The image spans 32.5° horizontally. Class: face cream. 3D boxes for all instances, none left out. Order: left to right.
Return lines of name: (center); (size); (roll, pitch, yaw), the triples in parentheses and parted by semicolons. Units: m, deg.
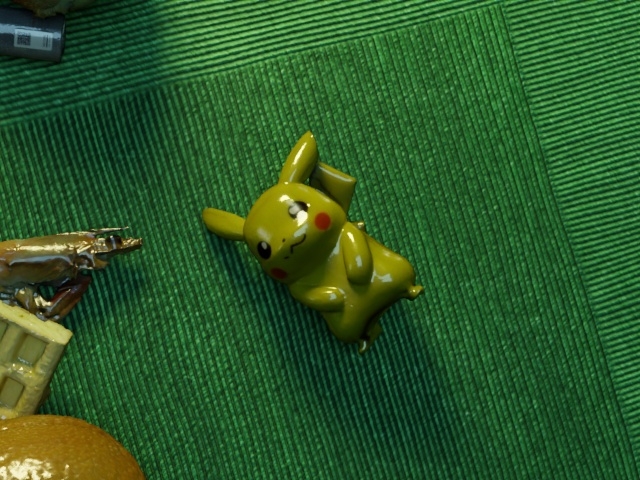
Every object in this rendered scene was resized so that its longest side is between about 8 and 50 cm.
face cream: (-0.520, -0.315, 1.616); (0.283, 0.073, 0.073); (5, 84, -13)

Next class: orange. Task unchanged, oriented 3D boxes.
orange: (-0.402, 0.389, 1.448); (0.357, 0.322, 0.322); (-4, 86, -26)

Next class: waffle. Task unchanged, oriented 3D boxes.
waffle: (-0.505, 0.153, 1.558); (0.274, 0.057, 0.168); (26, 103, -10)

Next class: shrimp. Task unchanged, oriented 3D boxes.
shrimp: (-0.396, 0.064, 1.616); (0.287, 0.063, 0.152); (-13, 90, -11)

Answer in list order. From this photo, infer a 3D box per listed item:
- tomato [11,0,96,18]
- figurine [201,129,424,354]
tomato: (-0.366, -0.457, 1.558); (0.303, 0.303, 0.239); (-37, 110, -13)
figurine: (0.006, 0.005, 1.659); (0.326, 0.169, 0.218); (41, 101, -13)
